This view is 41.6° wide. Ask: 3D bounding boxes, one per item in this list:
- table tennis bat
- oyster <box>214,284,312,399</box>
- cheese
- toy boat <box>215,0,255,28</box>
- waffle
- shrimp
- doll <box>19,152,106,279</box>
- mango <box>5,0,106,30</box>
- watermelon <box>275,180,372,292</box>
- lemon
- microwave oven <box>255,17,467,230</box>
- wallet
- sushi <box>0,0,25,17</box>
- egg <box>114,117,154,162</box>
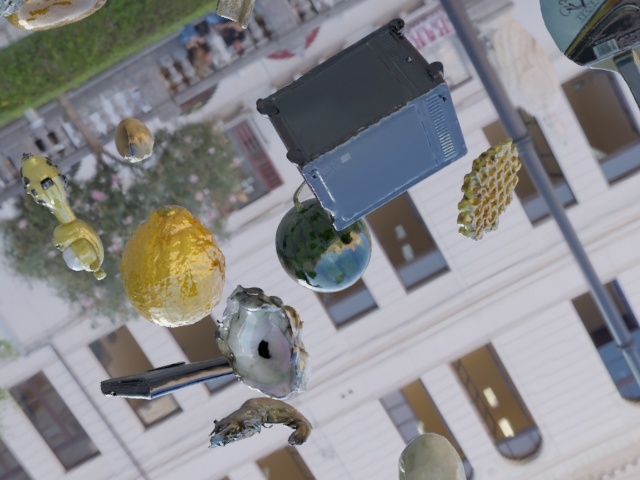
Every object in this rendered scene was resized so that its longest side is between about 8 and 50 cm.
[{"bbox_3d":[0.429,-0.297,1.228,0.173,0.301,0.022,-18,-162,43],"label":"table tennis bat"},{"bbox_3d":[-0.068,0.117,1.011,0.191,0.163,0.081,7,-148,43],"label":"oyster"},{"bbox_3d":[0.244,0.570,1.723,0.130,0.350,0.328,-12,167,4],"label":"cheese"},{"bbox_3d":[-0.134,-0.451,1.472,0.188,0.061,0.116,-87,-165,-61],"label":"toy boat"},{"bbox_3d":[0.285,-0.084,1.422,0.038,0.191,0.191,21,-136,32],"label":"waffle"},{"bbox_3d":[-0.120,0.395,1.754,0.169,0.058,0.296,20,-165,19],"label":"shrimp"},{"bbox_3d":[-0.516,-0.046,1.690,0.086,0.291,0.117,-29,-161,-12],"label":"doll"},{"bbox_3d":[-0.511,-0.468,1.620,0.147,0.109,0.227,-12,-168,46],"label":"mango"},{"bbox_3d":[0.000,0.000,1.650,0.188,0.214,0.188,-25,-150,16],"label":"watermelon"},{"bbox_3d":[-0.200,0.037,1.146,0.142,0.187,0.142,-2,-149,1],"label":"lemon"},{"bbox_3d":[0.060,-0.174,1.240,0.247,0.178,0.188,-30,-125,1],"label":"microwave oven"},{"bbox_3d":[-0.253,0.254,1.617,0.172,0.045,0.318,-11,176,42],"label":"wallet"},{"bbox_3d":[-0.373,-0.369,0.854,0.171,0.350,0.211,9,144,-35],"label":"sushi"},{"bbox_3d":[-0.350,-0.190,1.576,0.071,0.083,0.071,-8,-158,3],"label":"egg"}]
